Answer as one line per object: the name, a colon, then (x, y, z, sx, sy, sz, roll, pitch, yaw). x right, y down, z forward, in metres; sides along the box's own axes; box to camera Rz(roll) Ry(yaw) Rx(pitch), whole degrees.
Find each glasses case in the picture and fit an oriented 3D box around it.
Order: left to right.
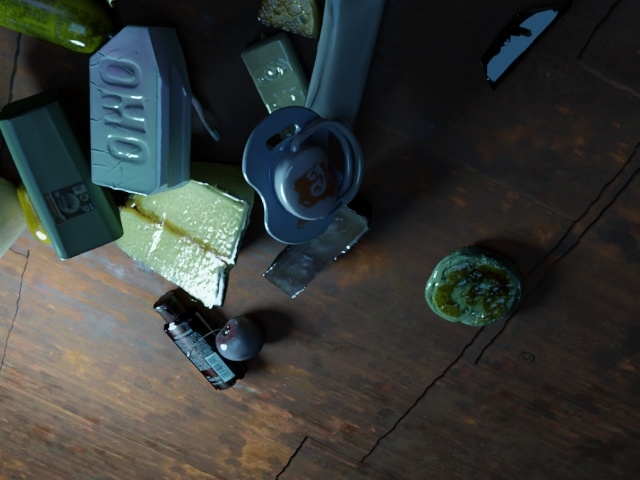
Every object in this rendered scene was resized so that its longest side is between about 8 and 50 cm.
glasses case: (0.041, -0.368, 1.320, 0.128, 0.083, 0.308, -1, 128, -20)

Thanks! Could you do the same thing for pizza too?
pizza: (-0.066, -0.472, 1.319, 0.131, 0.041, 0.178, -30, 112, 26)

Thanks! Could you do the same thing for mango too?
mango: (-0.721, -0.078, 1.700, 0.090, 0.115, 0.178, -23, 104, -7)

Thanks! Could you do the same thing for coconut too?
coconut: (-0.894, -0.048, 1.682, 0.239, 0.244, 0.239, 7, 124, 10)

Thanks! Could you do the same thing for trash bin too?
trash bin: (-0.609, -0.158, 1.539, 0.158, 0.223, 0.344, -23, 118, -10)

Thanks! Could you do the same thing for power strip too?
power strip: (-0.072, -0.320, 1.407, 0.105, 0.070, 0.257, -15, 117, 22)

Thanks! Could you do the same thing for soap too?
soap: (-0.386, -0.284, 1.419, 0.208, 0.115, 0.347, 13, 110, 22)

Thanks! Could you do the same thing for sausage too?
sausage: (-0.586, -0.486, 1.385, 0.347, 0.123, 0.123, 19, 126, 0)

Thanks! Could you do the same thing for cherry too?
cherry: (-0.241, 0.293, 1.826, 0.188, 0.148, 0.115, -45, 70, 11)

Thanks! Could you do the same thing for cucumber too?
cucumber: (0.381, -0.387, 1.270, 0.070, 0.046, 0.220, 38, 124, -3)

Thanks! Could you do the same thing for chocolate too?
chocolate: (0.000, 0.000, 1.582, 0.112, 0.112, 0.321, 38, 125, -10)

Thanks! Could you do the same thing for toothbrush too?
toothbrush: (-0.286, -0.312, 1.493, 0.017, 0.022, 0.204, -13, 120, 40)

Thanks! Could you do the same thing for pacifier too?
pacifier: (-0.067, -0.150, 1.388, 0.233, 0.244, 0.300, 22, 141, 44)

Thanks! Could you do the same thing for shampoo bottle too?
shampoo bottle: (-0.346, 0.283, 1.874, 0.129, 0.084, 0.323, -27, 113, 24)

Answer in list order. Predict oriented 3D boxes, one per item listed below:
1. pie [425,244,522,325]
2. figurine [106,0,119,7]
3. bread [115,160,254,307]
pie: (0.369, 0.114, 1.604, 0.240, 0.054, 0.241, 5, 125, 8)
figurine: (-0.496, -0.553, 1.288, 0.127, 0.185, 0.234, -5, 122, 39)
bread: (-0.349, -0.034, 1.582, 0.404, 0.242, 0.346, 10, 122, 3)
